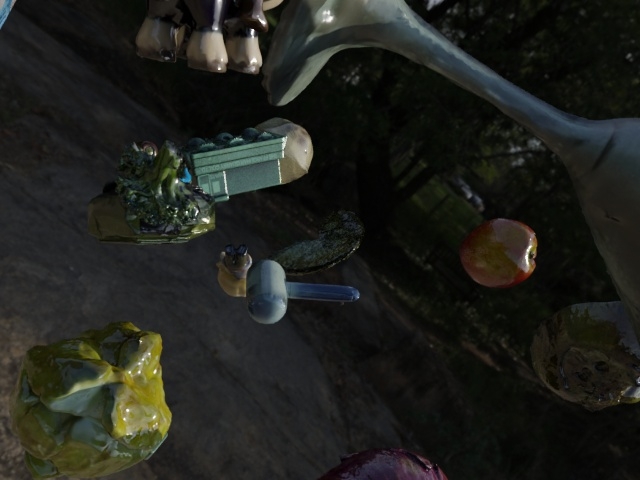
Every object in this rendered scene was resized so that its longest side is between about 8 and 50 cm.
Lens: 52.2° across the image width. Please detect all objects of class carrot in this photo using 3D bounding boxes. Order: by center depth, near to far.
[{"bbox_3d":[-0.418,-0.188,1.489,0.055,0.055,0.161,38,-26,-23],"label":"carrot"}]

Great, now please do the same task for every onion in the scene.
[{"bbox_3d":[0.107,0.525,1.071,0.348,0.347,0.285,37,-12,-29],"label":"onion"}]

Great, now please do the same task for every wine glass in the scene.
[{"bbox_3d":[0.176,-0.081,0.488,0.406,0.267,0.267,32,8,3],"label":"wine glass"}]

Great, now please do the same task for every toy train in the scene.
[{"bbox_3d":[-0.244,-0.206,1.798,0.331,0.178,0.139,-15,22,-29],"label":"toy train"}]

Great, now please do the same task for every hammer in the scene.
[{"bbox_3d":[-0.029,0.089,1.106,0.194,0.069,0.116,4,37,-9],"label":"hammer"}]

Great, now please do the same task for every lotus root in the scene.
[{"bbox_3d":[0.407,0.181,0.946,0.183,0.204,0.078,69,29,-28],"label":"lotus root"}]

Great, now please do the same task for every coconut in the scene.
[{"bbox_3d":[-0.117,-0.283,2.078,0.224,0.224,0.224,41,8,-7],"label":"coconut"}]

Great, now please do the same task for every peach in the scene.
[{"bbox_3d":[0.457,0.036,1.696,0.197,0.197,0.197,41,8,-7],"label":"peach"}]

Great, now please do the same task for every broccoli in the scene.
[{"bbox_3d":[-0.287,-0.107,1.175,0.155,0.160,0.167,13,41,-37],"label":"broccoli"}]

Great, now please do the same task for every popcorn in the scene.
[{"bbox_3d":[-0.387,0.260,1.113,0.276,0.226,0.276,45,28,-32],"label":"popcorn"}]

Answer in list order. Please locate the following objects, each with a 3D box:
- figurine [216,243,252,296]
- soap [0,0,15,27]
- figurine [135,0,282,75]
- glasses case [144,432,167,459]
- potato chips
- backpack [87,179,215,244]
[{"bbox_3d":[-0.228,0.073,1.777,0.196,0.114,0.108,91,-7,-53],"label":"figurine"},{"bbox_3d":[-0.455,-0.333,0.865,0.077,0.293,0.156,26,-15,-22],"label":"soap"},{"bbox_3d":[-0.102,-0.369,0.659,0.241,0.306,0.411,22,-42,26],"label":"figurine"},{"bbox_3d":[-0.449,0.424,1.531,0.184,0.039,0.078,43,31,-2],"label":"glasses case"},{"bbox_3d":[0.002,0.004,1.361,0.202,0.220,0.029,-1,-55,39],"label":"potato chips"},{"bbox_3d":[-0.343,-0.059,1.372,0.207,0.139,0.253,3,4,40],"label":"backpack"}]
